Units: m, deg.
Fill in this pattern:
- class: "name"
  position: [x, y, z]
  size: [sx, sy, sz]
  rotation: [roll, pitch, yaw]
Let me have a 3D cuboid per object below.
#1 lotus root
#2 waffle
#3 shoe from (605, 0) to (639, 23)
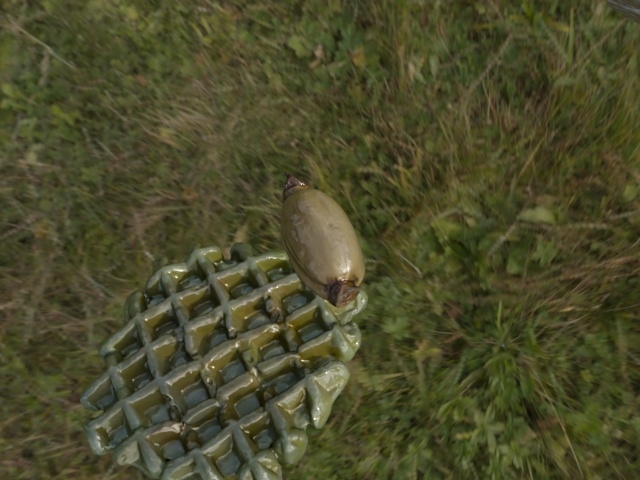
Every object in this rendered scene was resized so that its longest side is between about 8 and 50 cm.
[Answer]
- class: "lotus root"
  position: [0.000, 0.000, 1.045]
  size: [0.062, 0.073, 0.150]
  rotation: [-18, 52, -12]
- class: "waffle"
  position: [-0.110, 0.128, 1.267]
  size: [0.291, 0.056, 0.309]
  rotation: [13, 59, 22]
- class: "shoe"
  position: [0.211, -0.177, 0.404]
  size: [0.171, 0.351, 0.198]
  rotation: [29, 82, 14]
